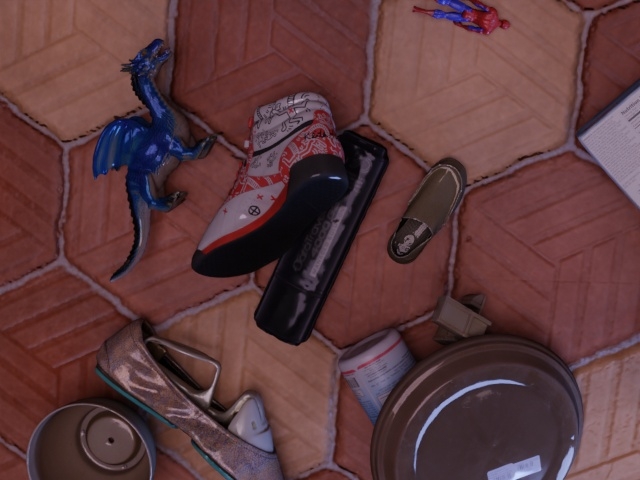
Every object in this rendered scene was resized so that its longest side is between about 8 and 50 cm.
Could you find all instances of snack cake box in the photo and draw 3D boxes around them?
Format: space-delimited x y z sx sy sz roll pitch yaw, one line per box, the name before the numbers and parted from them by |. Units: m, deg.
snack cake box | 0.441 -0.151 1.427 0.264 0.089 0.152 -41 91 13

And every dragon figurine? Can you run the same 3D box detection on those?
dragon figurine | -0.225 -0.103 1.534 0.144 0.085 0.289 29 103 2

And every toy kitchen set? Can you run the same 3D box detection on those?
toy kitchen set | 0.157 0.082 1.510 0.075 0.083 0.068 30 73 -25

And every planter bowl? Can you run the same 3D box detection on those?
planter bowl | -0.279 0.270 1.600 0.162 0.109 0.162 2 101 9

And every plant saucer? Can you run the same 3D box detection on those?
plant saucer | 0.196 0.245 1.504 0.278 0.041 0.277 -6 112 -15

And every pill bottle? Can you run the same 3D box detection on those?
pill bottle | 0.096 0.196 1.543 0.087 0.087 0.160 -29 96 12

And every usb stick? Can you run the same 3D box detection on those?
usb stick | 0.000 0.000 1.543 0.077 0.045 0.278 27 103 11

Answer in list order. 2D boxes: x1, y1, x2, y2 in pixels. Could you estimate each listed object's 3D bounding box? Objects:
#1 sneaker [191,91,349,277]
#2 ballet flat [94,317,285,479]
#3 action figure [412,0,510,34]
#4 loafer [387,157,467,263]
sneaker | -0.069 -0.069 1.523 0.270 0.090 0.145 -39 50 40
ballet flat | -0.140 0.213 1.576 0.316 0.107 0.106 38 94 -1
action figure | 0.168 -0.269 1.476 0.115 0.030 0.038 17 108 0
loafer | 0.130 -0.031 1.514 0.056 0.050 0.148 29 103 2
